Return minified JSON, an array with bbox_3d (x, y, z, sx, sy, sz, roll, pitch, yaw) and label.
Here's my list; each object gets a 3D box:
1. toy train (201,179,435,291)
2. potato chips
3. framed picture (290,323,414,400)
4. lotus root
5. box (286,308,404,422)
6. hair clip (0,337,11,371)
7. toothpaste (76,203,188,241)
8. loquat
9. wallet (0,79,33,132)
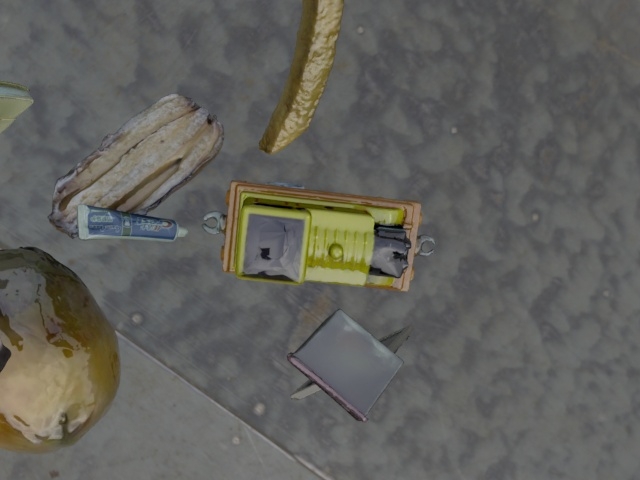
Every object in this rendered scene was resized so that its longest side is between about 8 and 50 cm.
[{"bbox_3d":[0.000,0.000,0.649,0.219,0.127,0.089,7,100,-3],"label":"toy train"},{"bbox_3d":[-0.016,-0.293,1.026,0.080,0.057,0.407,0,129,-18],"label":"potato chips"},{"bbox_3d":[0.071,0.233,1.400,0.208,0.281,0.019,-27,86,14],"label":"framed picture"},{"bbox_3d":[-0.310,-0.110,1.238,0.329,0.078,0.167,-41,72,-20],"label":"lotus root"},{"bbox_3d":[0.022,0.104,0.612,0.084,0.060,0.063,38,81,8],"label":"box"},{"bbox_3d":[-0.325,-0.027,0.498,0.101,0.085,0.331,-8,114,3],"label":"hair clip"},{"bbox_3d":[-0.293,-0.021,1.143,0.197,0.034,0.057,6,73,-46],"label":"toothpaste"},{"bbox_3d":[-0.312,0.115,0.759,0.179,0.179,0.228,-34,107,-21],"label":"loquat"},{"bbox_3d":[-0.542,-0.198,1.146,0.039,0.155,0.110,61,24,7],"label":"wallet"}]
